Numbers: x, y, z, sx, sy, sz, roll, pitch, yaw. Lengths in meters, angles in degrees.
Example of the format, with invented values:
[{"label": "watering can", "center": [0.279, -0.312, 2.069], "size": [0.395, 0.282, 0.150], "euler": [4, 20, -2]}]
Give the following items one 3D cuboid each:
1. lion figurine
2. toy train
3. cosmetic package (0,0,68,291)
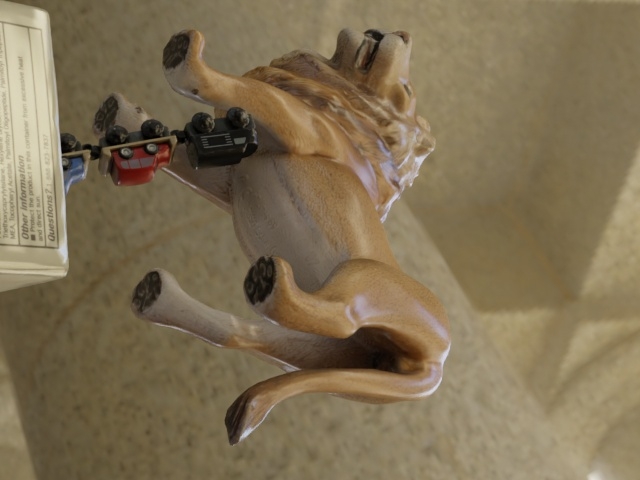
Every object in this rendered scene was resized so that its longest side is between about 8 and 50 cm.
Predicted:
[{"label": "lion figurine", "center": [0.000, 0.000, 1.021], "size": [0.240, 0.392, 0.142], "euler": [26, -55, -34]}, {"label": "toy train", "center": [-0.111, -0.049, 0.972], "size": [0.158, 0.036, 0.027], "euler": [-10, -25, -21]}, {"label": "cosmetic package", "center": [-0.276, -0.050, 0.789], "size": [0.129, 0.153, 0.296], "euler": [-12, -12, 39]}]
